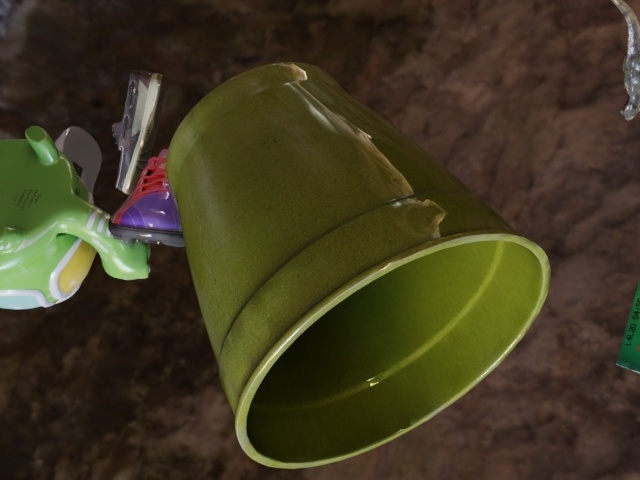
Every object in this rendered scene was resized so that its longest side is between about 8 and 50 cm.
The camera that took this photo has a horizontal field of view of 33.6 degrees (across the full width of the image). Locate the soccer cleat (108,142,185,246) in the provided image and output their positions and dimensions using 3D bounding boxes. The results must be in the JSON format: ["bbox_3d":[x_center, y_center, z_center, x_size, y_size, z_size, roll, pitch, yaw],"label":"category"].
[{"bbox_3d":[-0.215,-0.065,1.435,0.318,0.108,0.116,-88,-173,-80],"label":"soccer cleat"}]

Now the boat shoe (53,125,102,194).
[{"bbox_3d":[-0.527,-0.068,1.994,0.156,0.136,0.367,-33,-148,25],"label":"boat shoe"}]

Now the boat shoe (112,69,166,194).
[{"bbox_3d":[-0.336,-0.196,1.899,0.080,0.073,0.224,-41,148,-83],"label":"boat shoe"}]

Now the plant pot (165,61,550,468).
[{"bbox_3d":[0.000,0.000,1.177,0.353,0.366,0.366,56,-37,32],"label":"plant pot"}]

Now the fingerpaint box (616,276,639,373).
[{"bbox_3d":[0.634,0.004,1.463,0.163,0.371,0.445,17,-87,55],"label":"fingerpaint box"}]

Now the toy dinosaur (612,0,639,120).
[{"bbox_3d":[0.598,-0.343,1.948,0.064,0.118,0.268,-128,-162,-56],"label":"toy dinosaur"}]

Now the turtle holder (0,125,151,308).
[{"bbox_3d":[-0.412,-0.022,1.528,0.227,0.320,0.243,67,7,-51],"label":"turtle holder"}]
